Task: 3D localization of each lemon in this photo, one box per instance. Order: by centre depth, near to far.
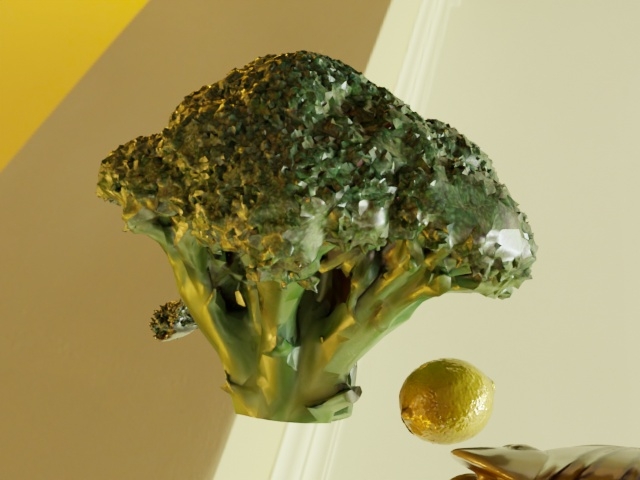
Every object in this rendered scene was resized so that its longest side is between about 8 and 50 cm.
[{"bbox_3d":[0.093,0.115,0.533,0.083,0.062,0.062,-9,-133,-27],"label":"lemon"}]

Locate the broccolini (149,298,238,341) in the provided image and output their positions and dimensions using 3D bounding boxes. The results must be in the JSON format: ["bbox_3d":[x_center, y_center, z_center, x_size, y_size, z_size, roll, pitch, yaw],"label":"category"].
[{"bbox_3d":[-0.071,0.058,0.795,0.254,0.058,0.071,-20,-154,16],"label":"broccolini"}]

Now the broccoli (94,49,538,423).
[{"bbox_3d":[0.000,0.000,0.550,0.307,0.308,0.275,4,-95,-3],"label":"broccoli"}]

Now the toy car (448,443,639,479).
[{"bbox_3d":[0.094,0.174,0.368,0.247,0.200,0.142,-23,-103,-8],"label":"toy car"}]
